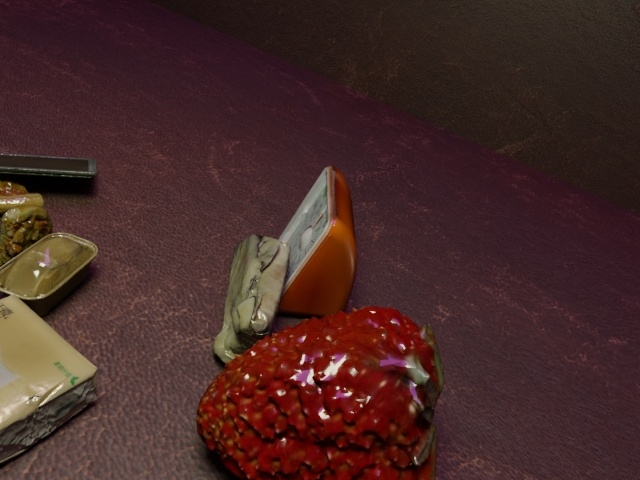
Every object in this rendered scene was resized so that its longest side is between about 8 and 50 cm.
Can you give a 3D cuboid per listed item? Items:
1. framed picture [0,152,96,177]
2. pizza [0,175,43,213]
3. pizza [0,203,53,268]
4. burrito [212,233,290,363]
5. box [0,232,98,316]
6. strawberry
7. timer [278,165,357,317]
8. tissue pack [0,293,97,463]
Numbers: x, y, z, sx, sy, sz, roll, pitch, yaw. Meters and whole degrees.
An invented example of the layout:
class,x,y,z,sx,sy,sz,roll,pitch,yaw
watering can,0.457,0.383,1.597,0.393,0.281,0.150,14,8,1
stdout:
class,x,y,z,sx,sy,sz,roll,pitch,yaw
framed picture,-0.671,-0.174,1.099,0.293,0.018,0.231,1,16,-25
pizza,-0.719,-0.105,1.006,0.271,0.056,0.134,16,33,-3
pizza,-0.545,0.001,0.898,0.046,0.134,0.175,25,-6,-5
burrito,-0.122,0.082,0.922,0.107,0.175,0.348,35,27,-22
box,-0.480,0.052,0.850,0.111,0.111,0.177,20,33,3
strawberry,0.011,0.228,0.719,0.343,0.292,0.292,7,32,10
timer,0.000,0.000,1.021,0.161,0.250,0.257,13,33,-8
tissue pack,-0.455,0.188,0.675,0.222,0.090,0.186,33,34,21
